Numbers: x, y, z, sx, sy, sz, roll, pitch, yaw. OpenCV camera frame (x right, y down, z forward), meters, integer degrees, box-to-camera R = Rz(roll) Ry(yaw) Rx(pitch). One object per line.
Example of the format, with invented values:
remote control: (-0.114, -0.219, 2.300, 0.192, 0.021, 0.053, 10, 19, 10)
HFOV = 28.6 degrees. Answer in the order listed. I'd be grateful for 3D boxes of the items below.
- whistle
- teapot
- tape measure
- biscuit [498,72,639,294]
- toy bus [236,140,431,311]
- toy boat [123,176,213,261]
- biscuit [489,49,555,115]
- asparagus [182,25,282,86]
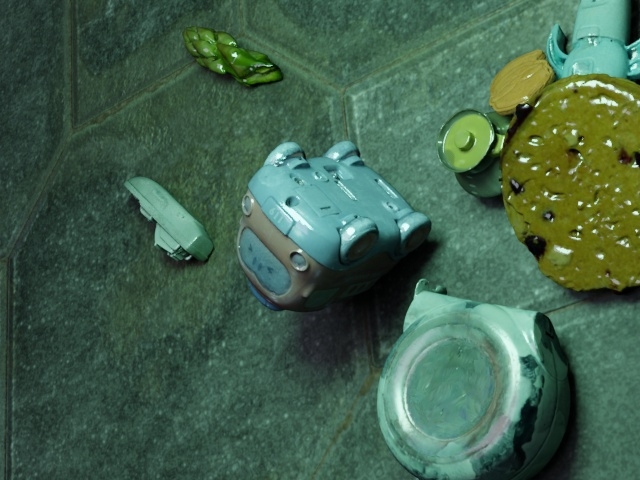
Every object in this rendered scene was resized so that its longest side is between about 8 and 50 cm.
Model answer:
whistle: (0.383, -0.249, 1.729, 0.186, 0.093, 0.274, -4, 69, 44)
teapot: (0.249, -0.127, 1.786, 0.165, 0.119, 0.130, 6, 80, 43)
tape measure: (0.210, 0.205, 1.692, 0.256, 0.147, 0.275, 10, 78, 42)
biscuit: (0.366, -0.075, 1.642, 0.296, 0.075, 0.296, 11, 110, 33)
toy bus: (0.000, 0.000, 1.861, 0.197, 0.294, 0.232, 46, 120, 24)
toy boat: (-0.288, -0.041, 2.273, 0.085, 0.078, 0.260, -48, 50, 0)
biscuit: (0.282, -0.223, 1.769, 0.102, 0.019, 0.130, -31, 29, 22)
asparagus: (-0.177, -0.336, 2.277, 0.287, 0.080, 0.080, 37, 102, 44)
